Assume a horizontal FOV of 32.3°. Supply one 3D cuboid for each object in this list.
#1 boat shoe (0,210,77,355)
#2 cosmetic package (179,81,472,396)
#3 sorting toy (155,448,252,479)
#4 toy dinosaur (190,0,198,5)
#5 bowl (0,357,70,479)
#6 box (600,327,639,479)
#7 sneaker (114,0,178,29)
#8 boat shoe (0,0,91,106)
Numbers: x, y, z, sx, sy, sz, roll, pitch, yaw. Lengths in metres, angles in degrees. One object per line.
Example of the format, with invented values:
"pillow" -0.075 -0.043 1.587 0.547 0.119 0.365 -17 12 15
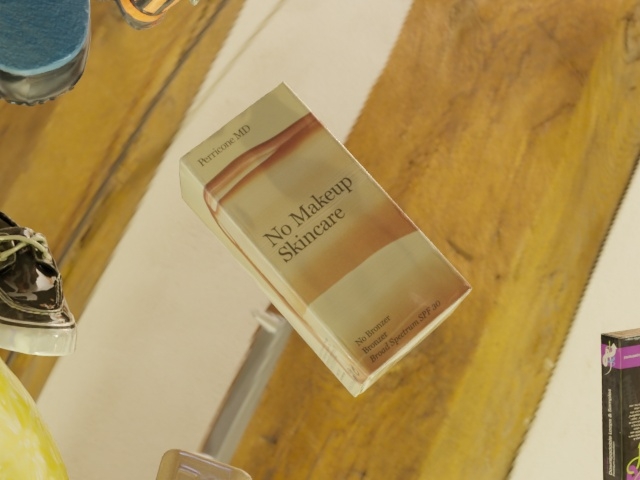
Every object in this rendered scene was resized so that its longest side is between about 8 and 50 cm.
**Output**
"boat shoe" -0.240 0.025 0.840 0.219 0.077 0.070 28 -72 53
"cosmetic package" 0.000 0.000 1.165 0.153 0.129 0.296 -40 -100 -15
"sorting toy" -0.156 0.362 1.348 0.208 0.038 0.193 -1 -109 56
"toy dinosaur" -0.221 -0.476 1.486 0.121 0.313 0.160 -39 -158 -15
"bowl" -0.199 0.064 0.377 0.289 0.289 0.156 29 -80 36
"box" 0.294 0.153 0.948 0.029 0.116 0.162 -171 -103 -64
"sneaker" -0.192 -0.358 1.161 0.180 0.124 0.321 -37 -137 38
"boat shoe" -0.199 -0.163 0.618 0.109 0.089 0.258 -15 -123 -29
